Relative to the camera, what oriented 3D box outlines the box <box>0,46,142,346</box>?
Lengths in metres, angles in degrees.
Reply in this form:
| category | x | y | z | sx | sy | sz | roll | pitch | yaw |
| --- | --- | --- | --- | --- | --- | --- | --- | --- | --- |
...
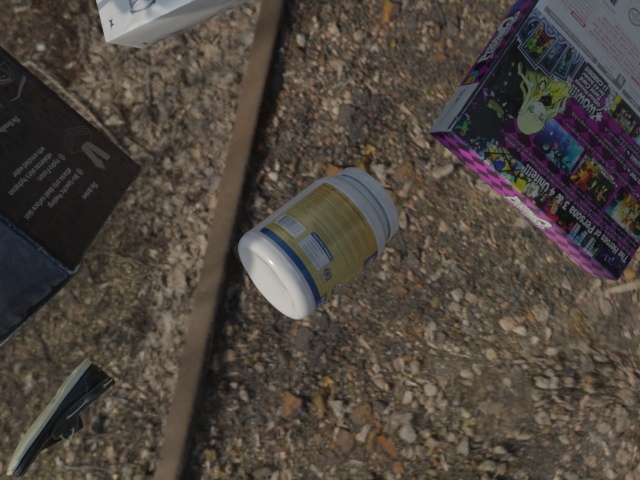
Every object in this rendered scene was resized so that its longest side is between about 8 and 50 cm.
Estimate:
| category | x | y | z | sx | sy | sz | roll | pitch | yaw |
| --- | --- | --- | --- | --- | --- | --- | --- | --- | --- |
| box | -0.225 | -0.041 | 0.457 | 0.093 | 0.158 | 0.156 | -40 | 20 | 22 |

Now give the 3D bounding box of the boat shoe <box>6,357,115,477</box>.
| category | x | y | z | sx | sy | sz | roll | pitch | yaw |
| --- | --- | --- | --- | --- | --- | --- | --- | --- | --- |
| boat shoe | -0.465 | 0.327 | 1.227 | 0.233 | 0.079 | 0.084 | -55 | 18 | -22 |

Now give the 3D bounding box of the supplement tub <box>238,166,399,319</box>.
| category | x | y | z | sx | sy | sz | roll | pitch | yaw |
| --- | --- | --- | --- | --- | --- | --- | --- | --- | --- |
| supplement tub | 0.000 | 0.000 | 0.972 | 0.200 | 0.144 | 0.144 | -38 | 60 | -22 |

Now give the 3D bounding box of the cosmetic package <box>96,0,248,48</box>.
| category | x | y | z | sx | sy | sz | roll | pitch | yaw |
| --- | --- | --- | --- | --- | --- | --- | --- | --- | --- |
| cosmetic package | -0.184 | -0.479 | 0.994 | 0.377 | 0.097 | 0.284 | -13 | 93 | 30 |

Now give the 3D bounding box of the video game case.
| category | x | y | z | sx | sy | sz | roll | pitch | yaw |
| --- | --- | --- | --- | --- | --- | --- | --- | --- | --- |
| video game case | 0.239 | -0.112 | 0.614 | 0.210 | 0.232 | 0.042 | -57 | 22 | -6 |
